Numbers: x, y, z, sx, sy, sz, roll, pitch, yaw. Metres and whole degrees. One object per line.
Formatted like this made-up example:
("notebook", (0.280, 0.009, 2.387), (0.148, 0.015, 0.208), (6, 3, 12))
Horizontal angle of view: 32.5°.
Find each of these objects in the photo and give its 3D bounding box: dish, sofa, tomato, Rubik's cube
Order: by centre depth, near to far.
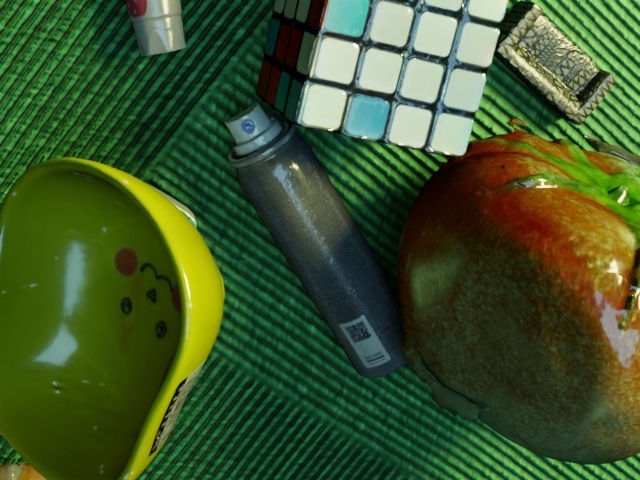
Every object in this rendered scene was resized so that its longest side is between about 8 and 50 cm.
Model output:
("dish", (-0.158, 0.068, 0.865), (0.108, 0.221, 0.262), (-6, 120, -52))
("Rubik's cube", (0.048, -0.169, 0.929), (0.154, 0.151, 0.155), (9, 103, -18))
("tomato", (0.207, 0.050, 0.967), (0.303, 0.303, 0.239), (15, 118, -18))
("sofa", (0.216, -0.167, 1.032), (0.118, 0.039, 0.060), (37, 94, -22))

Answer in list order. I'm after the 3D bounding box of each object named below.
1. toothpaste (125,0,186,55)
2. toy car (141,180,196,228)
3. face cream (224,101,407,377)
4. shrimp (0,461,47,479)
("toothpaste", (-0.149, -0.253, 0.912), (0.067, 0.043, 0.195), (-13, 104, -9))
("toy car", (-0.198, 0.049, 0.970), (0.090, 0.076, 0.224), (29, 101, -21))
("face cream", (0.000, 0.000, 1.008), (0.073, 0.073, 0.283), (-32, 112, -3))
("shrimp", (-0.236, 0.318, 1.050), (0.287, 0.063, 0.152), (40, 96, -19))
